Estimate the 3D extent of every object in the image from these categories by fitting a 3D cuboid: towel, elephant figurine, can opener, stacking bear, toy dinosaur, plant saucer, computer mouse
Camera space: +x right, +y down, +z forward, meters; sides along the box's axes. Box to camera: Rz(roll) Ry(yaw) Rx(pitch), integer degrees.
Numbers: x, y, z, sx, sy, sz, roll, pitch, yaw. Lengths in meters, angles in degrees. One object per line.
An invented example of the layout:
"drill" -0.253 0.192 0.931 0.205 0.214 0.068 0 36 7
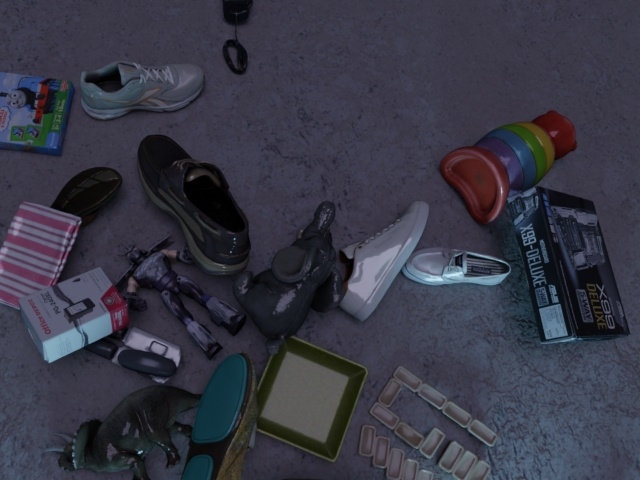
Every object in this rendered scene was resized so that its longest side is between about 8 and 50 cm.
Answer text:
"towel" -0.539 0.028 1.124 0.144 0.029 0.197 14 77 19
"elephant figurine" -0.034 0.060 1.126 0.239 0.169 0.186 -40 80 10
"can opener" -0.390 0.176 1.104 0.284 0.095 0.076 24 70 -1
"stacking bear" 0.441 -0.189 1.334 0.289 0.164 0.175 -30 79 -21
"toy dinosaur" -0.312 0.331 1.056 0.314 0.121 0.160 -35 94 -14
"plant saucer" -0.028 0.296 1.152 0.189 0.045 0.188 23 70 -2
"computer mouse" -0.190 -0.493 1.389 0.071 0.041 0.242 -1 79 -1

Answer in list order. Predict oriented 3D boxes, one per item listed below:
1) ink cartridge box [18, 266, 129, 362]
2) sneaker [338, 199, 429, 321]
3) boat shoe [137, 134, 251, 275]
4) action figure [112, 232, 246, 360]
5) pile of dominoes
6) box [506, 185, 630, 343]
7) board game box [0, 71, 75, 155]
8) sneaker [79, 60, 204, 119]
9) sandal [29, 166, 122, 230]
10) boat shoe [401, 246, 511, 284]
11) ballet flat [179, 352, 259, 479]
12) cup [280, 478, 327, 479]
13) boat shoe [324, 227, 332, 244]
"ink cartridge box" -0.431 0.127 1.058 0.151 0.063 0.109 -25 56 -33
"sneaker" 0.116 0.014 1.234 0.123 0.106 0.290 35 72 0
"boat shoe" -0.233 -0.096 1.164 0.132 0.130 0.355 -19 60 -42
"action figure" -0.276 0.092 1.152 0.285 0.099 0.185 40 77 8
"pile of dominoes" 0.203 0.395 1.176 0.251 0.040 0.196 35 71 11
"box" 0.512 0.056 1.246 0.243 0.077 0.307 7 68 -40
"board game box" -0.630 -0.264 1.237 0.212 0.039 0.160 5 72 -7
"sneaker" -0.369 -0.327 1.256 0.263 0.121 0.099 -19 77 -15
"sandal" -0.476 -0.057 1.188 0.090 0.060 0.219 38 85 18
"boat shoe" 0.286 0.048 1.267 0.226 0.076 0.083 2 72 -9
"ballet flat" -0.167 0.367 1.030 0.123 0.123 0.348 17 55 -4
"cup" -0.007 0.522 0.969 0.237 0.331 0.331 26 68 26
"boat shoe" 0.000 0.000 1.251 0.049 0.056 0.152 22 80 -7
